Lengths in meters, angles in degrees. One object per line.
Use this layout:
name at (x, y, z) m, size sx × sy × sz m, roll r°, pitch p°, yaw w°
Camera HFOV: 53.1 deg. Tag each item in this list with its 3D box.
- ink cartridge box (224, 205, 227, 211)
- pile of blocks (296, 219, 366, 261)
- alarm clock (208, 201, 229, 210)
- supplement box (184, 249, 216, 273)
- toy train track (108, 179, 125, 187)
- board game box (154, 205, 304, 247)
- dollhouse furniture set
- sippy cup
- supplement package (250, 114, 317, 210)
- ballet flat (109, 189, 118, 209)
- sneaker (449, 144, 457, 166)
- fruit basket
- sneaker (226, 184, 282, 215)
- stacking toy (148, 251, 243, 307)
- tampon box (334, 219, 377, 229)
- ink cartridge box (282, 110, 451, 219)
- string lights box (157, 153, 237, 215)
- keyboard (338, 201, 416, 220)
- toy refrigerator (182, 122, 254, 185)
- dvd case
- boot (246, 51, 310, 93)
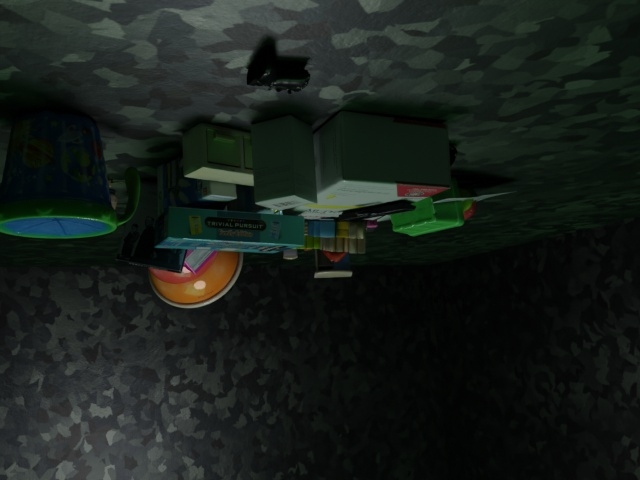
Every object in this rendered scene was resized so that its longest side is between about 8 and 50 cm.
ink cartridge box at (-0.269, -0.073, 2.040) m, size 0.190 × 0.140 × 0.082 m, roll -3°, pitch 171°, yaw -1°
pile of blocks at (0.000, 0.000, 1.769) m, size 0.148 × 0.113 × 0.362 m, roll -2°, pitch -177°, yaw -30°
alarm clock at (-0.309, -0.128, 1.701) m, size 0.064 × 0.130 × 0.192 m, roll 4°, pitch 165°, yaw -40°
supplement box at (-0.418, -0.018, 1.898) m, size 0.111 × 0.114 × 0.220 m, roll 27°, pitch 157°, yaw 42°
toy train track at (-0.567, -0.163, 1.769) m, size 0.083 × 0.014 × 0.048 m, roll -7°, pitch 165°, yaw -15°
board game box at (-0.241, -0.022, 1.647) m, size 0.335 × 0.079 × 0.253 m, roll 3°, pitch 174°, yaw -22°
dollhouse furniture set at (0.000, -0.012, 2.219) m, size 0.286 × 0.198 × 0.303 m, roll -2°, pitch 158°, yaw -4°
sippy cup at (-0.534, -0.132, 1.297) m, size 0.239 × 0.224 × 0.305 m, roll -6°, pitch 171°, yaw 12°
supplement package at (-0.079, -0.167, 1.398) m, size 0.105 × 0.180 × 0.105 m, roll -8°, pitch 170°, yaw 28°
ballet flat at (-0.702, -0.074, 1.975) m, size 0.107 × 0.106 × 0.316 m, roll 1°, pitch 170°, yaw -28°
sneaker at (0.288, -0.191, 1.628) m, size 0.170 × 0.063 × 0.075 m, roll -38°, pitch 173°, yaw -26°
fruit basket at (0.402, -0.125, 2.083) m, size 0.352 × 0.166 × 0.327 m, roll -16°, pitch -179°, yaw -38°
sneaker at (-0.153, -0.126, 1.824) m, size 0.208 × 0.127 × 0.319 m, roll -2°, pitch -179°, yaw 3°
stacking toy at (-0.474, -0.014, 2.091) m, size 0.350 × 0.351 × 0.480 m, roll -5°, pitch 153°, yaw 8°
tampon box at (0.099, -0.109, 1.897) m, size 0.120 × 0.161 × 0.101 m, roll -3°, pitch 171°, yaw -4°
ink cartridge box at (0.093, -0.162, 1.557) m, size 0.279 × 0.161 × 0.384 m, roll 1°, pitch 170°, yaw -23°
string lights box at (-0.309, -0.146, 1.586) m, size 0.076 × 0.134 × 0.259 m, roll 5°, pitch 168°, yaw -41°
keyboard at (0.131, -0.071, 1.564) m, size 0.180 × 0.023 × 0.108 m, roll -10°, pitch 176°, yaw 32°
toy refrigerator at (-0.175, -0.189, 1.474) m, size 0.269 × 0.102 × 0.094 m, roll 5°, pitch 168°, yaw -40°
dvd case at (-0.442, -0.040, 1.761) m, size 0.179 × 0.239 × 0.030 m, roll 11°, pitch 160°, yaw 0°
boot at (-0.066, -0.285, 1.096) m, size 0.099 × 0.045 × 0.121 m, roll 3°, pitch 177°, yaw -22°
